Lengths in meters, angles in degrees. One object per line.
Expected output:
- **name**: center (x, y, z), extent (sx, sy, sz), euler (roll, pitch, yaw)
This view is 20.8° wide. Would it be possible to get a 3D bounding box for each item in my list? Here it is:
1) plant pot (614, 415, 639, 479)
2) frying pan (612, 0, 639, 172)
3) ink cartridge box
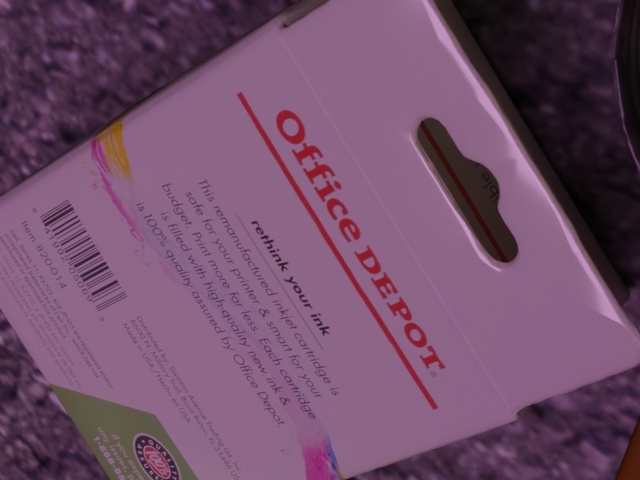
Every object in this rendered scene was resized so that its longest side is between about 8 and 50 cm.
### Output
- **plant pot**: center (0.206, 0.102, 0.702), extent (0.205, 0.188, 0.205), euler (19, 126, 27)
- **frying pan**: center (0.178, -0.126, 0.645), extent (0.197, 0.053, 0.326), euler (-29, 88, 17)
- **ink cartridge box**: center (0.000, 0.000, 0.845), extent (0.353, 0.119, 0.207), euler (-25, 99, 45)
